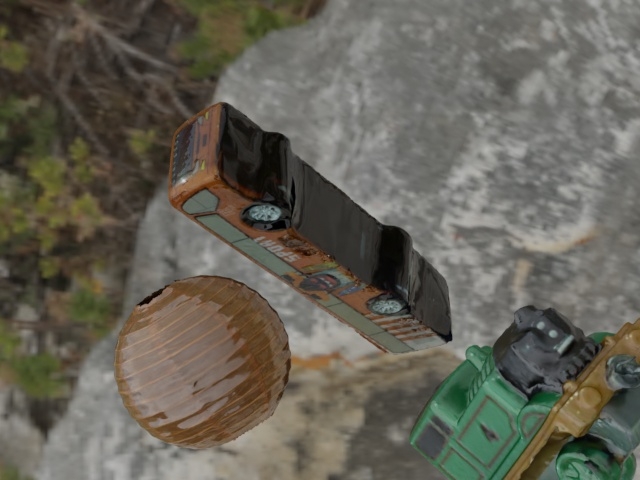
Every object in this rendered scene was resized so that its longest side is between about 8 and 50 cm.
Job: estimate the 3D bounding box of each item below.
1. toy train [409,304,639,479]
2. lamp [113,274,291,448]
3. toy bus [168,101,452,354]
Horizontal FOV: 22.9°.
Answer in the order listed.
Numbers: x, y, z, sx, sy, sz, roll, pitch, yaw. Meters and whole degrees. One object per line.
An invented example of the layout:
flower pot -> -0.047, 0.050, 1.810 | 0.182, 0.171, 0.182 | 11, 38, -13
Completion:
toy train -> 0.255, 0.210, 1.833 | 0.249, 0.178, 0.429 | 40, 146, 13
lamp -> -0.090, 0.091, 1.197 | 0.136, 0.136, 0.136 | -3, 83, 29
toy bus -> 0.000, 0.000, 1.548 | 0.092, 0.409, 0.093 | -18, 55, 30
